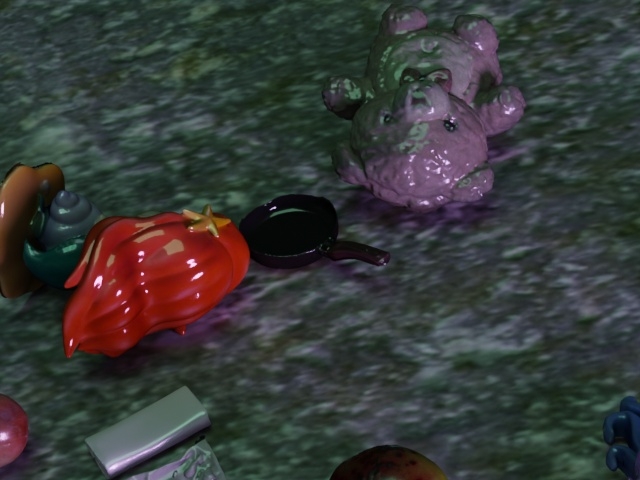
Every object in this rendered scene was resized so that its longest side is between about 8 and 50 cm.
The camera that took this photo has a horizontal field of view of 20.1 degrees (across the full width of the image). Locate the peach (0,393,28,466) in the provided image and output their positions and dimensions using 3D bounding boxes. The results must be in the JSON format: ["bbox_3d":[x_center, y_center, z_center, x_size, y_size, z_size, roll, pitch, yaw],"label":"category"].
[{"bbox_3d":[-0.340,0.195,1.856,0.083,0.083,0.083,-7,42,6],"label":"peach"}]

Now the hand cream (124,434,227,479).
[{"bbox_3d":[-0.217,0.265,1.776,0.257,0.050,0.084,-16,43,-14],"label":"hand cream"}]

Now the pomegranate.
[{"bbox_3d":[0.066,0.240,1.679,0.129,0.129,0.159,-7,41,6],"label":"pomegranate"}]

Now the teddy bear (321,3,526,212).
[{"bbox_3d":[0.118,-0.153,2.086,0.236,0.151,0.267,8,40,12],"label":"teddy bear"}]

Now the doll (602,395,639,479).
[{"bbox_3d":[0.322,0.207,1.704,0.110,0.067,0.206,-10,30,-12],"label":"doll"}]

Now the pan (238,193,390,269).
[{"bbox_3d":[0.001,0.003,2.018,0.212,0.040,0.115,20,49,40],"label":"pan"}]

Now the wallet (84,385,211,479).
[{"bbox_3d":[-0.178,0.197,1.857,0.122,0.025,0.061,-28,46,-17],"label":"wallet"}]

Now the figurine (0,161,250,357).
[{"bbox_3d":[-0.226,0.029,1.962,0.257,0.181,0.208,15,8,25],"label":"figurine"}]
